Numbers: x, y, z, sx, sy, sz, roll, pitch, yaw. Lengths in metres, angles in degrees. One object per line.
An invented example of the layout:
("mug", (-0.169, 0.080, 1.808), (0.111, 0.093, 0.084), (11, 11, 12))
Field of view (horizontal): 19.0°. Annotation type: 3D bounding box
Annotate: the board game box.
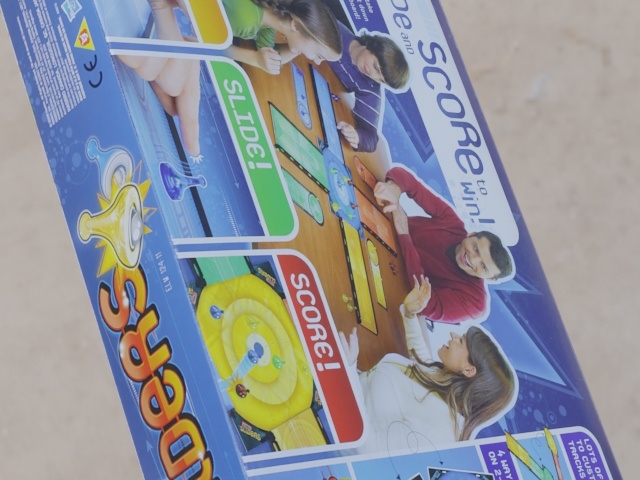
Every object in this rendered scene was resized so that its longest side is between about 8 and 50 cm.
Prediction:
("board game box", (0.000, 0.000, 0.490), (0.136, 0.035, 0.201), (0, 64, -46))
